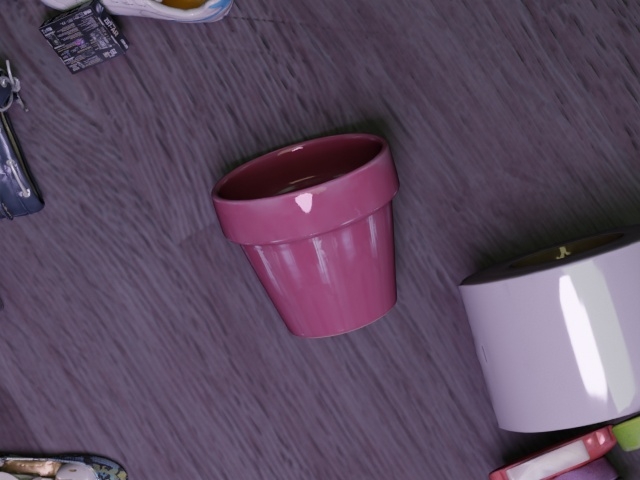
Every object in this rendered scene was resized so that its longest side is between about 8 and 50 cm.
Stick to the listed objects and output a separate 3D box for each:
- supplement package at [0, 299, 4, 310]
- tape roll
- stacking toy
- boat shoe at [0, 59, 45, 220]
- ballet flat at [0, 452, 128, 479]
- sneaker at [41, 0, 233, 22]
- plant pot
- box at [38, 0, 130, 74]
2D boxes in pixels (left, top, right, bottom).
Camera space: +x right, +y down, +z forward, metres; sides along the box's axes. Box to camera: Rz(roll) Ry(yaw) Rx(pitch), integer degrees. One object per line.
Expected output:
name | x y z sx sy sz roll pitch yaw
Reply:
supplement package | -0.521 0.077 1.646 0.293 0.175 0.177 -29 95 -2
tape roll | 0.290 0.090 1.660 0.246 0.246 0.169 -16 93 -3
stacking toy | 0.343 0.254 1.638 0.309 0.279 0.130 -24 81 9
boat shoe | -0.366 -0.147 1.689 0.079 0.095 0.254 -13 94 -1
ballet flat | -0.313 0.275 1.721 0.188 0.070 0.070 1 92 -4
sneaker | -0.210 -0.290 1.695 0.229 0.092 0.087 3 93 -2
plant pot | 0.000 0.000 1.677 0.201 0.201 0.180 -17 108 -3
box | -0.262 -0.226 1.696 0.083 0.018 0.067 -17 121 35
